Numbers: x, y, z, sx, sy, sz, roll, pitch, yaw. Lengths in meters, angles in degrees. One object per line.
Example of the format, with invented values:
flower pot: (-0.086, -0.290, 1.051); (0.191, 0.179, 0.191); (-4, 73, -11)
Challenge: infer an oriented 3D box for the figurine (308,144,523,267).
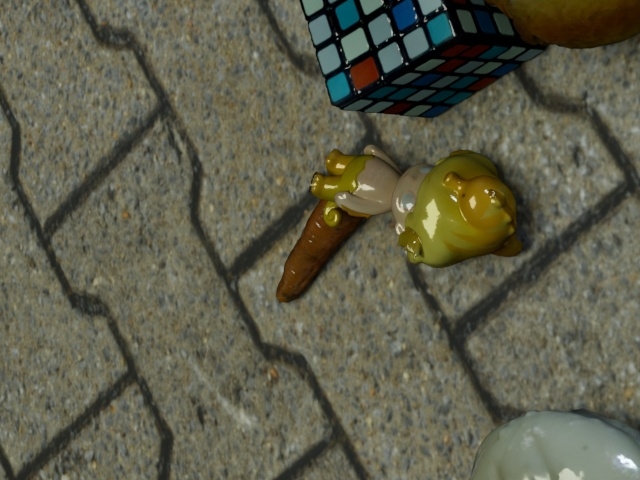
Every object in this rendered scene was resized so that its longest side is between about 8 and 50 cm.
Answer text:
figurine: (0.111, -0.041, 2.026); (0.246, 0.131, 0.156); (20, 62, 28)

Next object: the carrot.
carrot: (0.000, 0.000, 2.177); (0.061, 0.061, 0.209); (52, 124, 26)

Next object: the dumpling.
dumpling: (0.229, 0.289, 1.877); (0.318, 0.243, 0.187); (-14, 112, 50)

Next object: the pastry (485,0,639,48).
pastry: (0.272, -0.369, 1.834); (0.356, 0.164, 0.356); (-4, 80, 24)

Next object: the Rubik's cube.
Rubik's cube: (0.108, -0.254, 1.998); (0.187, 0.182, 0.184); (-27, 73, 37)
